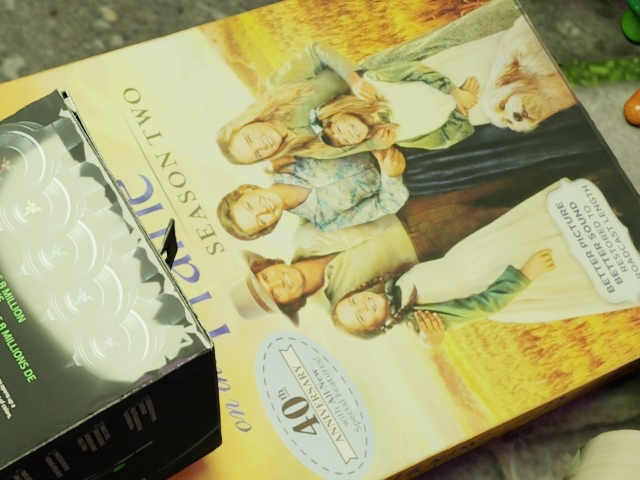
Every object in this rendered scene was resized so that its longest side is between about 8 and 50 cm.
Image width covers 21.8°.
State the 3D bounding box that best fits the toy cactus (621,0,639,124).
[{"bbox_3d":[0.220,-0.173,1.125,0.219,0.180,0.112,42,77,9],"label":"toy cactus"}]

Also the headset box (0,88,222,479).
[{"bbox_3d":[-0.178,0.080,0.741,0.283,0.246,0.131,-30,77,-9],"label":"headset box"}]

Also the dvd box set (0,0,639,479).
[{"bbox_3d":[0.000,0.000,1.008,0.420,0.062,0.307,-20,73,-29],"label":"dvd box set"}]

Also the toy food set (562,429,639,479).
[{"bbox_3d":[0.248,0.268,0.948,0.306,0.092,0.219,28,54,7],"label":"toy food set"}]
